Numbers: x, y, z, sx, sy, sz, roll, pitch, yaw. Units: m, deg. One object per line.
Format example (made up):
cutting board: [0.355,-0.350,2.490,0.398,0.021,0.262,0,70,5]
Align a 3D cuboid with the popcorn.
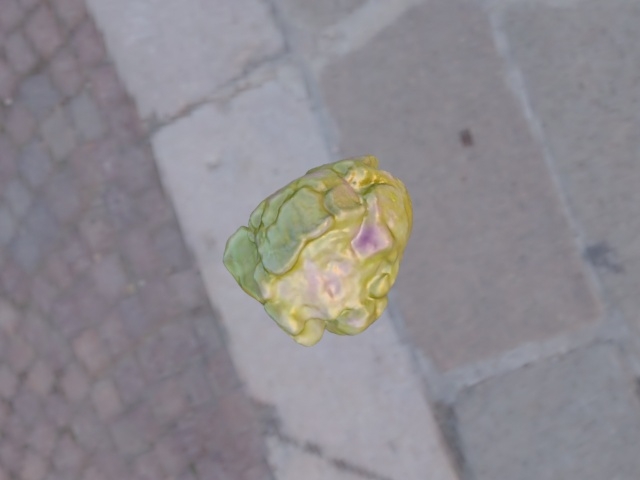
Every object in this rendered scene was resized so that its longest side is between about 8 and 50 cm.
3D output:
popcorn: [0.002,-0.001,1.080,0.109,0.097,0.089,-49,48,8]
